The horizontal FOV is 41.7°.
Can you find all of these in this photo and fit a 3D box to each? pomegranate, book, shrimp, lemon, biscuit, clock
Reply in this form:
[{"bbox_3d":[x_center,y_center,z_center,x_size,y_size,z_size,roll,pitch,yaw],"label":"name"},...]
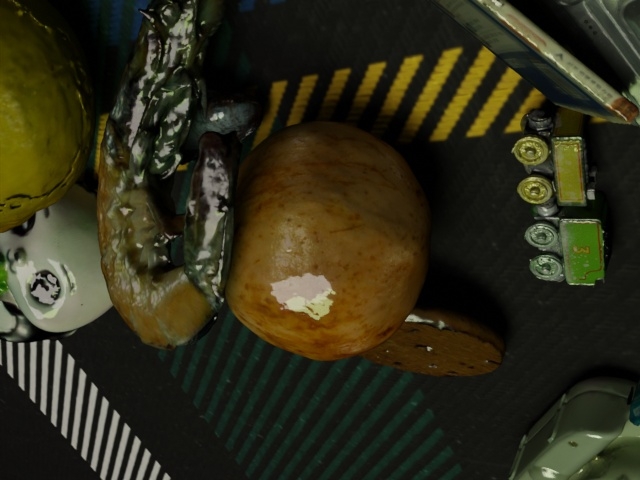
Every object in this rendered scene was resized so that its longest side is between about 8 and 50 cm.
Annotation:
[{"bbox_3d":[0.000,0.000,0.869,0.248,0.248,0.248,19,140,17],"label":"pomegranate"},{"bbox_3d":[0.084,-0.201,0.631,0.322,0.228,0.018,38,102,-6],"label":"book"},{"bbox_3d":[-0.144,-0.085,0.826,0.272,0.085,0.445,46,128,43],"label":"shrimp"},{"bbox_3d":[-0.394,-0.157,0.940,0.297,0.297,0.297,19,140,17],"label":"lemon"},{"bbox_3d":[-0.159,-0.132,0.970,0.232,0.079,0.090,-8,90,43],"label":"shrimp"},{"bbox_3d":[0.118,0.119,1.016,0.212,0.036,0.212,11,155,5],"label":"biscuit"},{"bbox_3d":[0.405,0.311,1.005,0.324,0.109,0.265,27,141,8],"label":"clock"}]

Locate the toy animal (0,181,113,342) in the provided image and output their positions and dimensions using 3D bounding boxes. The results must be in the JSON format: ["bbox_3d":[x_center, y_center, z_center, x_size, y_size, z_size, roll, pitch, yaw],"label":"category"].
[{"bbox_3d":[-0.387,0.034,1.195,0.212,0.213,0.266,42,145,-10],"label":"toy animal"}]

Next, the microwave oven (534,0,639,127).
[{"bbox_3d":[0.271,-0.165,0.573,0.240,0.145,0.194,46,137,-16],"label":"microwave oven"}]

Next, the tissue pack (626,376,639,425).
[{"bbox_3d":[0.395,0.065,0.686,0.134,0.192,0.271,34,142,2],"label":"tissue pack"}]

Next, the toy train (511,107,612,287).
[{"bbox_3d":[0.234,-0.038,0.800,0.081,0.060,0.202,1,132,24],"label":"toy train"}]
